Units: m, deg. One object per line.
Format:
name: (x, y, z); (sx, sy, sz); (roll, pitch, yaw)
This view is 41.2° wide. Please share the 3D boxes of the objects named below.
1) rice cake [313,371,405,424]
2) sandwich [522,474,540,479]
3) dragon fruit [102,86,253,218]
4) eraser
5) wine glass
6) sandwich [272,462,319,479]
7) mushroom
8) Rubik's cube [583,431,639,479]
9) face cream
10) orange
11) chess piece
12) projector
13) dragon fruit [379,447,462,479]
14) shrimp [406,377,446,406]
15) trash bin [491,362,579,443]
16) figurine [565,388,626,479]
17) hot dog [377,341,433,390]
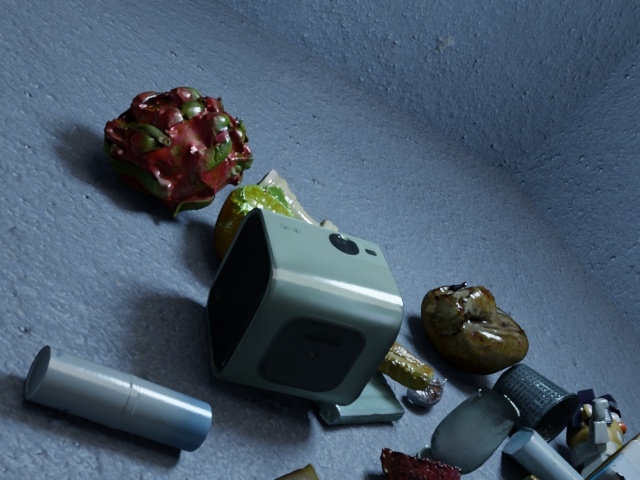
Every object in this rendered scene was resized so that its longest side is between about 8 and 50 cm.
rice cake: (0.065, 0.295, 1.627); (0.237, 0.043, 0.127); (15, 34, -50)
sandwich: (0.480, 0.566, 1.761); (0.113, 0.079, 0.163); (12, 34, -54)
dragon fruit: (-0.286, -0.187, 1.705); (0.303, 0.236, 0.231); (5, 23, -24)
eraser: (0.513, 0.516, 1.852); (0.227, 0.081, 0.174); (45, -8, 7)
wine glass: (0.278, 0.376, 1.620); (0.111, 0.204, 0.111); (32, 22, -14)
sandwich: (-0.056, 0.390, 1.190); (0.088, 0.090, 0.244); (45, 19, 19)
mushroom: (0.360, 0.211, 2.068); (0.283, 0.195, 0.263); (44, 8, -39)
Rubik's cube: (0.525, 0.581, 1.454); (0.347, 0.344, 0.347); (52, 25, 22)
face cream: (-0.272, 0.220, 1.166); (0.250, 0.077, 0.077); (27, 26, -29)
orange: (-0.126, -0.005, 1.719); (0.179, 0.158, 0.237); (30, 24, -24)
chess piece: (0.000, 0.000, 1.996); (0.397, 0.117, 0.117); (40, 22, -8)
projector: (-0.037, 0.116, 1.465); (0.249, 0.248, 0.248); (17, 29, -24)
dragon fruit: (0.168, 0.440, 1.500); (0.161, 0.120, 0.127); (17, 65, 5)
shrimp: (0.235, 0.323, 1.840); (0.065, 0.056, 0.165); (41, 18, 15)
trash bin: (0.502, 0.384, 2.040); (0.175, 0.175, 0.161); (14, 25, -49)
figurine: (0.666, 0.495, 2.042); (0.143, 0.308, 0.308); (5, 27, -2)
hot dog: (0.094, 0.218, 1.714); (0.289, 0.068, 0.083); (30, 34, 17)
